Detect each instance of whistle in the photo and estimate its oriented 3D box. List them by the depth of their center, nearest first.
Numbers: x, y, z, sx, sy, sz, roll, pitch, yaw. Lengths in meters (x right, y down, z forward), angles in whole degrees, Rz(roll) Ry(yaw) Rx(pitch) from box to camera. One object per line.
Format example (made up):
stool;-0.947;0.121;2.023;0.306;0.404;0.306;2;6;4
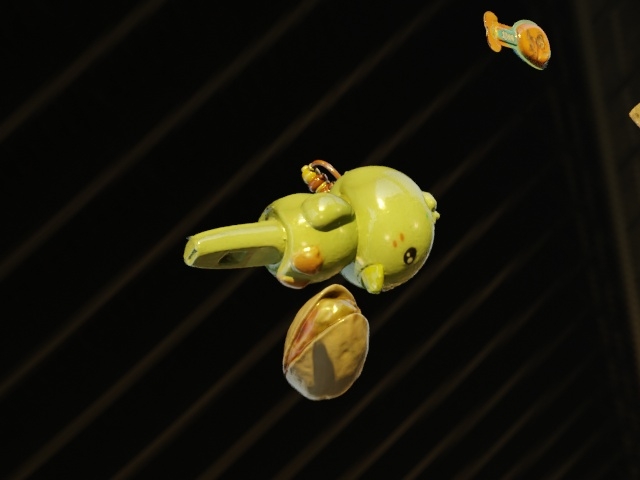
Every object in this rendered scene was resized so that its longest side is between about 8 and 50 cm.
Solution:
whistle;0.006;0.008;1.914;0.294;0.141;0.141;-22;-36;-34
whistle;0.015;-0.062;2.453;0.046;0.109;0.057;-42;-5;-5

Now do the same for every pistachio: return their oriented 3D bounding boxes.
pistachio;0.007;0.164;2.858;0.144;0.144;0.215;-29;-31;-29

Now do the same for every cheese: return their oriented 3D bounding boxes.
cheese;0.180;-0.182;1.671;0.017;0.047;0.111;-21;-17;35

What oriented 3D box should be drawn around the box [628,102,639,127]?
box;0.539;-0.168;2.064;0.297;0.190;0.225;-46;-25;15
